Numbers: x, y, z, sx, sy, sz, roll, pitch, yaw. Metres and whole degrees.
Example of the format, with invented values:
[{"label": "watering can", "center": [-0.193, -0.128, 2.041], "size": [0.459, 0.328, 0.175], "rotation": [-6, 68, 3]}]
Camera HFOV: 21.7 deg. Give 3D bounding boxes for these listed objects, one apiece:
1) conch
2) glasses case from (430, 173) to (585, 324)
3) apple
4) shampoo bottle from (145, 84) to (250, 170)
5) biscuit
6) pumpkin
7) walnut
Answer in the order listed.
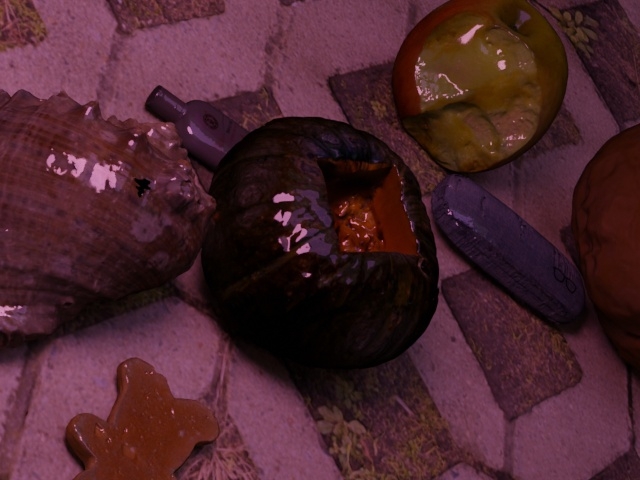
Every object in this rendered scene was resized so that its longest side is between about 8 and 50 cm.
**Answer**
[{"label": "conch", "center": [-0.270, -0.050, 1.753], "size": [0.297, 0.210, 0.352], "rotation": [36, 37, 4]}, {"label": "glasses case", "center": [0.263, 0.014, 2.319], "size": [0.282, 0.067, 0.109], "rotation": [40, 36, -19]}, {"label": "apple", "center": [0.229, -0.231, 2.356], "size": [0.246, 0.226, 0.246], "rotation": [25, 44, -26]}, {"label": "shampoo bottle", "center": [-0.142, -0.134, 2.062], "size": [0.165, 0.040, 0.080], "rotation": [36, 46, -20]}, {"label": "biscuit", "center": [-0.197, 0.226, 1.728], "size": [0.153, 0.030, 0.234], "rotation": [39, 40, -13]}, {"label": "pumpkin", "center": [0.000, 0.000, 1.965], "size": [0.320, 0.192, 0.320], "rotation": [22, 51, -29]}, {"label": "walnut", "center": [0.523, 0.013, 2.368], "size": [0.354, 0.308, 0.398], "rotation": [64, 14, -46]}]
